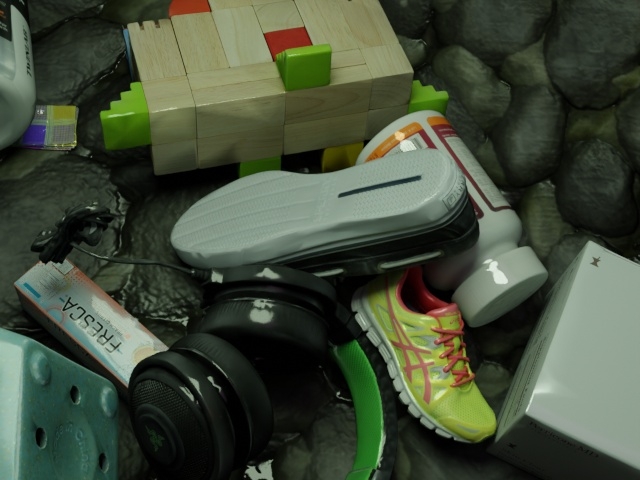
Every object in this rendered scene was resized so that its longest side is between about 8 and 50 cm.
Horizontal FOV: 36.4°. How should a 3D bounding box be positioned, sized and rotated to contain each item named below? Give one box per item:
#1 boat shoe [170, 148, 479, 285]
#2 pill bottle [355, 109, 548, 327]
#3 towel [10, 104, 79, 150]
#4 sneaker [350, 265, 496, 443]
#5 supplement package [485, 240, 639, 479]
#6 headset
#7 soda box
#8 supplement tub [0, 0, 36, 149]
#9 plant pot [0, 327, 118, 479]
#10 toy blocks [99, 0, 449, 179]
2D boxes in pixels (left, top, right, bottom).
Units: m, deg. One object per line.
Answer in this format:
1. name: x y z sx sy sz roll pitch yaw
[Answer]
1. boat shoe: 0.000 0.000 0.994 0.335 0.119 0.121 -6 45 30
2. pill bottle: 0.141 -0.024 1.054 0.121 0.121 0.221 -25 68 -18
3. towel: -0.320 -0.132 1.119 0.083 0.009 0.060 2 64 -6
4. sneaker: 0.115 0.109 0.986 0.081 0.094 0.208 -12 60 -51
5. supplement package: 0.333 0.163 0.968 0.261 0.145 0.204 25 63 7
6. headset: -0.098 0.117 0.912 0.394 0.185 0.243 49 49 -16
7. soda box: -0.224 0.093 0.984 0.183 0.063 0.058 39 64 13
8. supplement tub: -0.422 -0.263 1.070 0.193 0.193 0.316 -8 65 -10
9. plant pot: -0.304 0.186 0.777 0.252 0.247 0.248 -14 63 15
10. toy blocks: -0.075 -0.223 1.120 0.381 0.191 0.261 -11 53 -13
